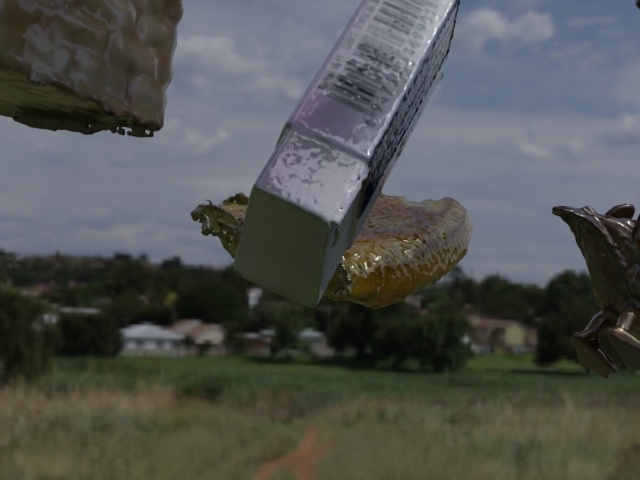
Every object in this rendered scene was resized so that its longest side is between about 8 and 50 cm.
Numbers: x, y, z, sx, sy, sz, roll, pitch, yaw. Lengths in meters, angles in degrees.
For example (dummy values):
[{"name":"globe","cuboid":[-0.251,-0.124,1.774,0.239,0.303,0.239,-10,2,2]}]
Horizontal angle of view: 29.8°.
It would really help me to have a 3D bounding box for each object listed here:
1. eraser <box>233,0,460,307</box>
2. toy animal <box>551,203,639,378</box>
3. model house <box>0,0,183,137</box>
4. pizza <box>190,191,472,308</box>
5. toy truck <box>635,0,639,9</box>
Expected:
[{"name":"eraser","cuboid":[0.025,-0.095,1.004,0.086,0.287,0.130,24,-35,7]},{"name":"toy animal","cuboid":[0.267,0.017,0.971,0.188,0.179,0.089,50,-25,-14]},{"name":"model house","cuboid":[-0.339,-0.324,0.889,0.395,0.399,0.445,12,-3,31]},{"name":"pizza","cuboid":[0.000,0.000,1.179,0.288,0.075,0.280,10,18,34]},{"name":"toy truck","cuboid":[0.271,-0.326,1.101,0.224,0.165,0.147,37,36,10]}]
